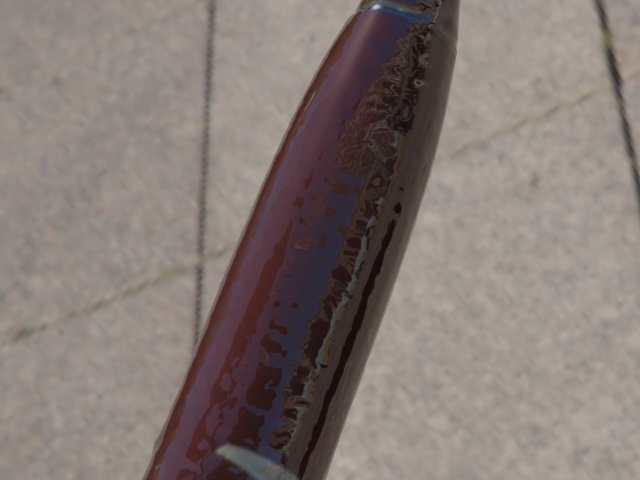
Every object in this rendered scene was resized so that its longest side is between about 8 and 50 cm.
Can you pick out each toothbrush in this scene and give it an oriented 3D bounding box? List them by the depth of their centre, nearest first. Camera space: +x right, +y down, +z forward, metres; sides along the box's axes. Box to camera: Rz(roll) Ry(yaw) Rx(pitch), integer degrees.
[{"bbox_3d":[0.000,0.000,0.433,0.041,0.041,0.364,1,61,39],"label":"toothbrush"}]
